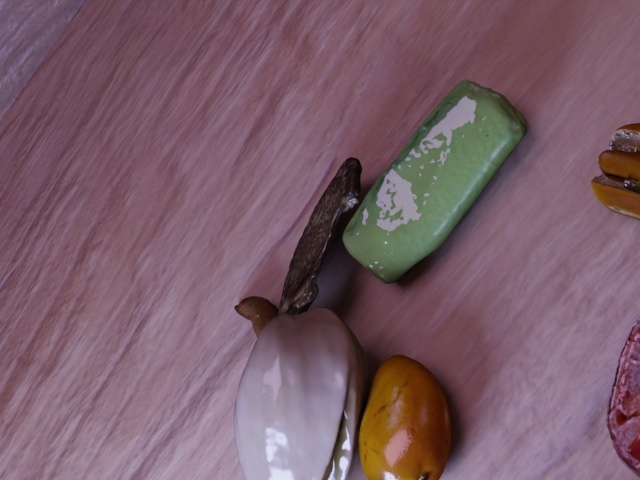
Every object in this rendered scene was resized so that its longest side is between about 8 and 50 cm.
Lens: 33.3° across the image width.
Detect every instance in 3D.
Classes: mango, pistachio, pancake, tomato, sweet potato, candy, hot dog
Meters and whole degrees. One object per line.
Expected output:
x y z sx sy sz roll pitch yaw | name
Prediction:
0.117 0.260 1.527 0.145 0.112 0.219 -32 46 37 | mango
-0.025 0.265 1.604 0.226 0.207 0.332 4 80 51 | pistachio
0.000 0.000 1.760 0.286 0.033 0.288 -53 17 47 | pancake
0.448 0.183 1.246 0.236 0.095 0.237 -22 57 39 | tomato
-0.084 0.153 1.835 0.059 0.067 0.281 -24 35 -13 | sweet potato
0.176 -0.088 1.662 0.142 0.132 0.343 40 105 6 | candy
0.484 -0.067 1.342 0.337 0.100 0.135 28 89 50 | hot dog
